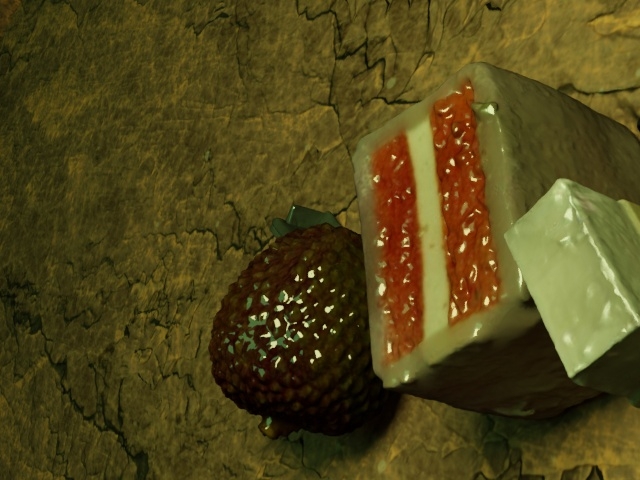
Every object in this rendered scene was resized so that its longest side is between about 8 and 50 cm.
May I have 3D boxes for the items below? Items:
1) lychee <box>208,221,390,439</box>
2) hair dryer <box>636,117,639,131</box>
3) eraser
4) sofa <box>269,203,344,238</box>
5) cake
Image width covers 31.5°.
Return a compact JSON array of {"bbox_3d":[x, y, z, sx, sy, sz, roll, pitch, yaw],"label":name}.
[{"bbox_3d":[-0.011,0.113,1.384,0.236,0.236,0.271,26,95,56],"label":"lychee"},{"bbox_3d":[0.401,-0.196,1.072,0.320,0.155,0.284,-62,13,-5],"label":"hair dryer"},{"bbox_3d":[0.295,0.065,0.851,0.078,0.343,0.144,-48,42,31],"label":"eraser"},{"bbox_3d":[0.000,0.000,1.541,0.147,0.085,0.060,49,119,53],"label":"sofa"},{"bbox_3d":[0.187,0.008,1.145,0.237,0.230,0.309,-38,48,44],"label":"cake"}]
